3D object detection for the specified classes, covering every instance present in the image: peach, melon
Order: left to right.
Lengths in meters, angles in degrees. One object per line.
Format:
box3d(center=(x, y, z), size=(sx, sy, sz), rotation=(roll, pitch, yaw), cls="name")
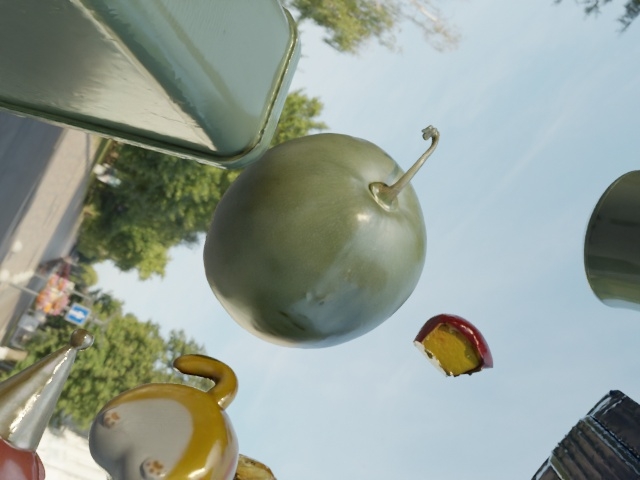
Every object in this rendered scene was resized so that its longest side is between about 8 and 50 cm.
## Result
box3d(center=(-0.008, 0.006, 0.756), size=(0.308, 0.271, 0.272), rotation=(127, -15, -66), cls="melon")
box3d(center=(0.246, 0.198, 1.169), size=(0.151, 0.151, 0.119), rotation=(-24, -116, 61), cls="peach")

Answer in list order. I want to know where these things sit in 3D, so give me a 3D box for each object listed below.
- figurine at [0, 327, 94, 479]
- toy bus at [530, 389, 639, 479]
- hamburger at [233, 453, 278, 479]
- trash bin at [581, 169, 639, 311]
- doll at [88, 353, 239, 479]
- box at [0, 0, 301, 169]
box3d(center=(-0.292, 0.224, 0.426), size=(0.207, 0.166, 0.387), rotation=(2, -130, 40), cls="figurine")
box3d(center=(0.295, 0.249, 0.486), size=(0.138, 0.175, 0.287), rotation=(-50, 177, 5), cls="toy bus")
box3d(center=(-0.223, 0.475, 1.014), size=(0.304, 0.174, 0.284), rotation=(7, -154, 38), cls="hamburger")
box3d(center=(0.692, 0.025, 1.109), size=(0.432, 0.280, 0.280), rotation=(19, -99, 58), cls="trash bin")
box3d(center=(-0.181, 0.283, 0.693), size=(0.166, 0.162, 0.270), rotation=(40, -63, 37), cls="doll")
box3d(center=(-0.226, -0.219, 0.503), size=(0.344, 0.351, 0.178), rotation=(50, 57, -74), cls="box")
